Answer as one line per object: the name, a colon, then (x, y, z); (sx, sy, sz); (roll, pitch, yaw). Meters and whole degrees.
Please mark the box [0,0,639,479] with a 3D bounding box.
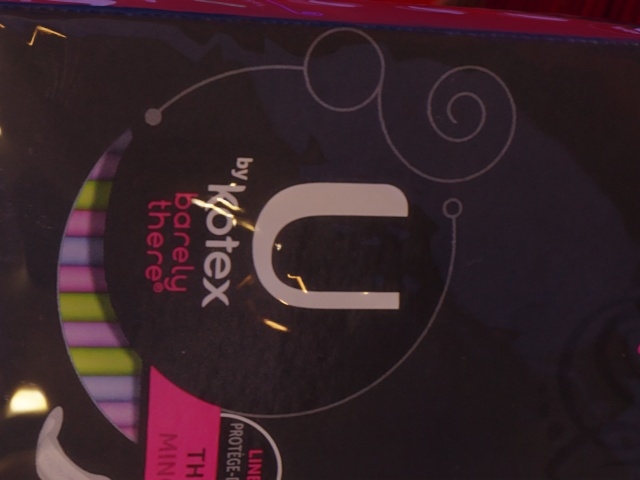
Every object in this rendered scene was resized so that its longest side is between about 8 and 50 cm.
box: (0.000, 0.000, 0.498); (0.270, 0.165, 0.143); (0, -167, -15)
